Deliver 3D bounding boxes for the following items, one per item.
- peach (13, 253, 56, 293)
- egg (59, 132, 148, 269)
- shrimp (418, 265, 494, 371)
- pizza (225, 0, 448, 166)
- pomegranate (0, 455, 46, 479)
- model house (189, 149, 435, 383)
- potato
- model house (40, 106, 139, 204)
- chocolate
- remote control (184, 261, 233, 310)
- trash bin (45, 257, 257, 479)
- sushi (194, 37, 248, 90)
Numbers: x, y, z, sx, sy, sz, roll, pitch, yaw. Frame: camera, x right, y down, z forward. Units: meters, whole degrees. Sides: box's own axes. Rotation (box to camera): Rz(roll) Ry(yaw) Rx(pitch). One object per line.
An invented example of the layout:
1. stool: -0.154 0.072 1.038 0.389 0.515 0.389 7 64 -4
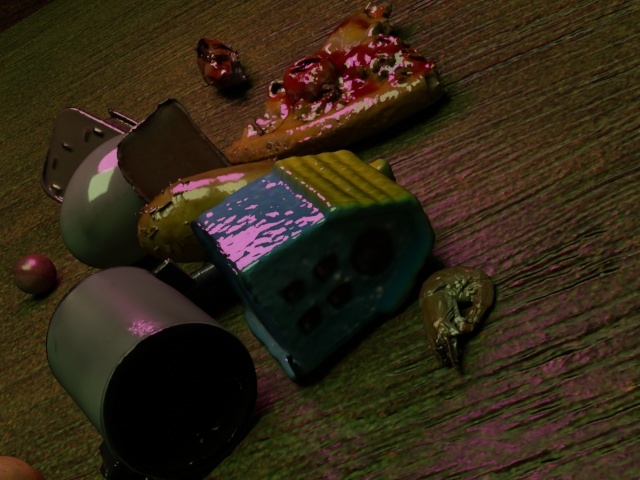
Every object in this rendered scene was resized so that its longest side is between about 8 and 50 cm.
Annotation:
1. peach: -0.553 0.064 2.037 0.083 0.083 0.083 -26 34 19
2. egg: -0.352 -0.075 1.896 0.203 0.203 0.283 6 53 48
3. shrimp: 0.173 0.095 1.324 0.099 0.041 0.180 -10 37 14
4. pizza: 0.032 -0.308 1.889 0.439 0.130 0.406 -17 40 30
5. pomegranate: -0.443 0.390 1.392 0.207 0.207 0.207 -26 34 19
6. model house: 0.000 0.000 1.453 0.303 0.216 0.237 -38 31 -7
7. potato: -0.147 -0.048 1.676 0.300 0.140 0.173 -17 -2 4
8. model house: -0.397 -0.172 2.162 0.278 0.218 0.205 -32 -33 -62
9. chocolate: -0.228 -0.100 1.799 0.161 0.261 0.083 -37 3 -3
10. remote control: -0.182 0.074 1.642 0.377 0.107 0.044 -32 73 11
11. trash bin: -0.238 0.173 1.450 0.277 0.217 0.262 -53 33 -7
12. sushi: -0.210 -0.366 2.229 0.103 0.097 0.226 2 23 -15
